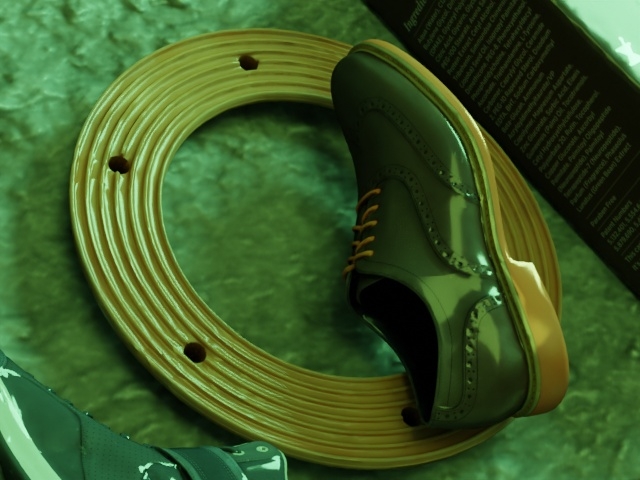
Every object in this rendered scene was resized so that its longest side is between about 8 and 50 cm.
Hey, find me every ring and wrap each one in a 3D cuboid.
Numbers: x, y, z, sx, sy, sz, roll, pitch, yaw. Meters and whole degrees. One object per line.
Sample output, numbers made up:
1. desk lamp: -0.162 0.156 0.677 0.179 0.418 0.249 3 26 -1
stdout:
1. ring: 0.000 0.000 1.098 0.336 0.032 0.336 13 51 -16

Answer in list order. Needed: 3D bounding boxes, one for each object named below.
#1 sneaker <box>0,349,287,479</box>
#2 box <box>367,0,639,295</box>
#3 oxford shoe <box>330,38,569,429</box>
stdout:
1. sneaker: -0.117 0.121 0.924 0.163 0.086 0.226 -6 43 -44
2. box: 0.215 -0.139 1.229 0.191 0.143 0.381 -30 70 -37
3. oxford shoe: 0.055 -0.010 1.049 0.098 0.097 0.271 -13 62 -25
